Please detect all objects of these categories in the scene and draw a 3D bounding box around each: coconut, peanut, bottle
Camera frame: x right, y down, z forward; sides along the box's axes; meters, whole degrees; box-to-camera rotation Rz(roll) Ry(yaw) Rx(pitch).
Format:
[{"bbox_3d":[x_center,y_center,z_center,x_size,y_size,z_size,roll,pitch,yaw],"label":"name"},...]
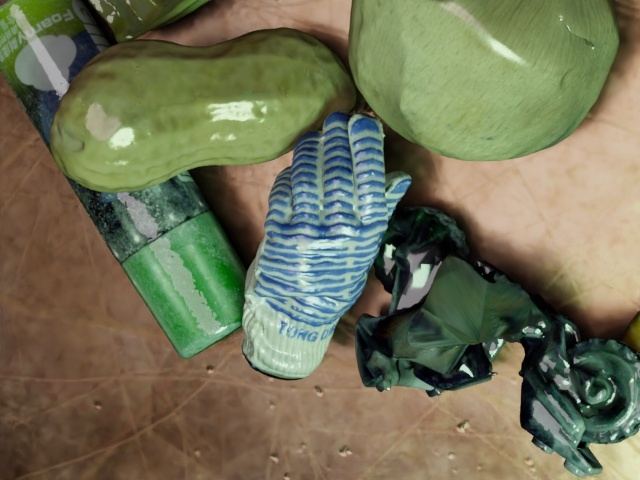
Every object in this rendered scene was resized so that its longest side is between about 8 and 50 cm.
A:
[{"bbox_3d":[0.124,-0.170,1.356,0.224,0.224,0.224,2,98,16],"label":"coconut"},{"bbox_3d":[-0.097,-0.113,1.431,0.257,0.123,0.123,-16,94,-23],"label":"peanut"},{"bbox_3d":[-0.165,-0.060,1.508,0.093,0.093,0.330,-32,88,18],"label":"bottle"}]

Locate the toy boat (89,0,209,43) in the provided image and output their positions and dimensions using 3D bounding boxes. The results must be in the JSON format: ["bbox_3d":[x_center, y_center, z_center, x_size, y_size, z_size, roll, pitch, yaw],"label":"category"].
[{"bbox_3d":[-0.078,-0.270,1.452,0.276,0.084,0.111,-37,86,27],"label":"toy boat"}]

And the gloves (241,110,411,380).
[{"bbox_3d":[0.002,0.005,1.427,0.097,0.119,0.229,35,115,52],"label":"gloves"}]

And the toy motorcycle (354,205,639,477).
[{"bbox_3d":[0.129,0.094,1.429,0.270,0.106,0.159,39,102,23],"label":"toy motorcycle"}]

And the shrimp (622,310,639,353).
[{"bbox_3d":[0.314,0.145,1.390,0.150,0.051,0.217,-19,100,50],"label":"shrimp"}]
